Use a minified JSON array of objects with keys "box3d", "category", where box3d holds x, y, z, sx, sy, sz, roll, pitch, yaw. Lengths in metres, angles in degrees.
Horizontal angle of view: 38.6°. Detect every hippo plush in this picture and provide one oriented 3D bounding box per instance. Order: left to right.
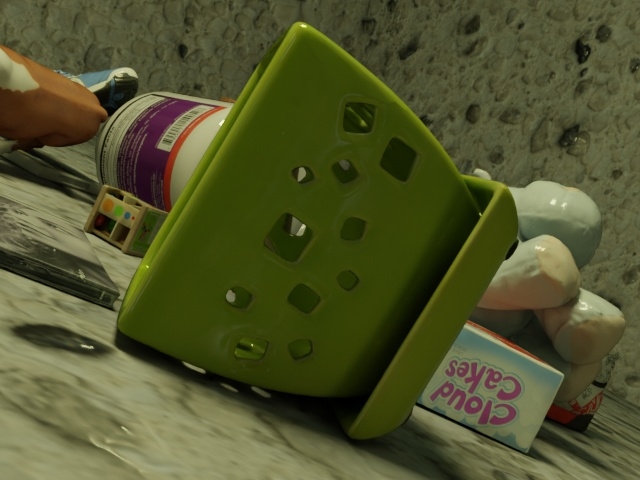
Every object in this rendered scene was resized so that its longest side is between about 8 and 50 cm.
[{"box3d":[0.235,0.052,1.121,0.294,0.236,0.234,-8,-58,33],"category":"hippo plush"}]

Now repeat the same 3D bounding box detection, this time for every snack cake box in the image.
[{"box3d":[0.091,0.102,0.923,0.264,0.089,0.152,26,0,-9],"category":"snack cake box"}]

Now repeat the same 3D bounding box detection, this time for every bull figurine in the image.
[{"box3d":[-0.385,-0.175,1.054,0.188,0.101,0.310,-4,-16,24],"category":"bull figurine"}]

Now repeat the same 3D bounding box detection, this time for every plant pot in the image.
[{"box3d":[0.000,0.000,0.668,0.207,0.227,0.228,31,1,-10],"category":"plant pot"}]

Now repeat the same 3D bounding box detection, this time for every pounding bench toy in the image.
[{"box3d":[-0.196,-0.018,0.958,0.065,0.052,0.083,26,2,23],"category":"pounding bench toy"}]

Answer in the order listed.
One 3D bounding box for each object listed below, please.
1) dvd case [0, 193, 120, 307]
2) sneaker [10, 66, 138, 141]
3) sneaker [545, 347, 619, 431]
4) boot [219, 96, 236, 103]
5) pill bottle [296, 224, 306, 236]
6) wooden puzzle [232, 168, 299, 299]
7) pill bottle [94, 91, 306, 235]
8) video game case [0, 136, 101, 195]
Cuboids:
[{"box3d":[-0.249,-0.014,0.703,0.164,0.018,0.221,25,2,-26],"category":"dvd case"},{"box3d":[-0.342,-0.199,1.238,0.211,0.081,0.080,-16,-15,20],"category":"sneaker"},{"box3d":[0.300,0.159,1.234,0.270,0.145,0.090,24,3,-37],"category":"sneaker"},{"box3d":[-0.191,-0.133,1.495,0.109,0.220,0.283,25,2,-10],"category":"boot"},{"box3d":[-0.060,-0.006,1.322,0.121,0.121,0.216,25,3,-31],"category":"pill bottle"},{"box3d":[-0.052,-0.032,0.891,0.044,0.221,0.238,8,2,-5],"category":"wooden puzzle"},{"box3d":[-0.162,-0.089,1.138,0.181,0.181,0.323,24,-3,-37],"category":"pill bottle"},{"box3d":[-0.399,-0.112,1.282,0.157,0.019,0.143,28,3,25],"category":"video game case"}]
